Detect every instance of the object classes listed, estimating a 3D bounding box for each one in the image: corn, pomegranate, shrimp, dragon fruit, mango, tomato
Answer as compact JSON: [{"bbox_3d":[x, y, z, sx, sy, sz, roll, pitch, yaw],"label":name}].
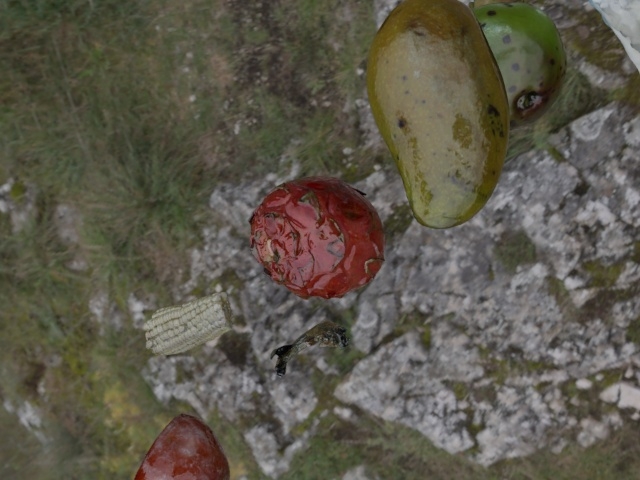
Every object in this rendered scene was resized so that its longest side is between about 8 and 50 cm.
[{"bbox_3d":[-0.218,0.141,1.446,0.211,0.087,0.087,-21,99,35],"label":"corn"},{"bbox_3d":[0.308,-0.306,1.453,0.231,0.286,0.231,3,121,4],"label":"pomegranate"},{"bbox_3d":[-0.022,0.197,1.563,0.046,0.152,0.219,59,161,-6],"label":"shrimp"},{"bbox_3d":[-0.005,-0.004,1.518,0.252,0.241,0.241,0,115,-4],"label":"dragon fruit"},{"bbox_3d":[0.168,-0.186,1.165,0.176,0.175,0.329,-30,64,37],"label":"mango"},{"bbox_3d":[-0.166,0.303,1.054,0.091,0.159,0.139,19,126,19],"label":"tomato"}]

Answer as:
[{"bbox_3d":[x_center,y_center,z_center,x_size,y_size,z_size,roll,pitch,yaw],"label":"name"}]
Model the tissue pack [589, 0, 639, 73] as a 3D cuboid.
[{"bbox_3d":[0.233,-0.142,0.326,0.201,0.271,0.124,40,158,-29],"label":"tissue pack"}]
